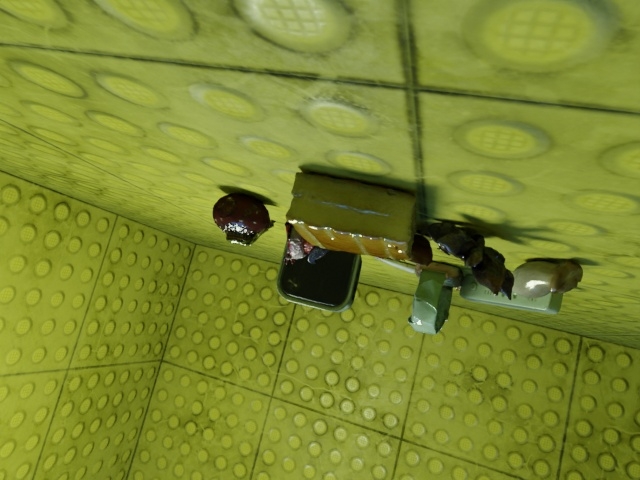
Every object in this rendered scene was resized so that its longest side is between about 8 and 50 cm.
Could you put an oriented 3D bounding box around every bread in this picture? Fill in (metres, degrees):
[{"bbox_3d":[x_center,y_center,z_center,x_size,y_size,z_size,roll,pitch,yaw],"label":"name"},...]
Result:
[{"bbox_3d":[0.077,-0.033,0.920,0.239,0.111,0.246,12,170,13],"label":"bread"},{"bbox_3d":[0.204,0.004,1.059,0.129,0.044,0.126,17,-155,9],"label":"bread"}]

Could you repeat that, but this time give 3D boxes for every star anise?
[{"bbox_3d":[0.311,0.022,0.960,0.230,0.081,0.262,20,-160,-33],"label":"star anise"}]

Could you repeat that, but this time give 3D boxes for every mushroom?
[{"bbox_3d":[0.531,0.092,1.087,0.096,0.088,0.212,6,168,-11],"label":"mushroom"}]

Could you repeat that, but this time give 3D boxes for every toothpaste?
[{"bbox_3d":[0.296,0.092,1.737,0.190,0.031,0.048,18,175,0],"label":"toothpaste"}]

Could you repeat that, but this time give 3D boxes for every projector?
[{"bbox_3d":[0.006,0.108,1.559,0.248,0.248,0.249,13,172,9],"label":"projector"}]

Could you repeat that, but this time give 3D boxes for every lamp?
[{"bbox_3d":[-0.218,-0.055,1.233,0.157,0.135,0.156,13,172,23],"label":"lamp"}]

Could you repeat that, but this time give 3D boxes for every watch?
[{"bbox_3d":[0.391,0.203,1.565,0.161,0.241,0.253,9,171,27],"label":"watch"}]

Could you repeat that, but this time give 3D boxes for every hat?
[{"bbox_3d":[0.000,0.003,1.353,0.227,0.140,0.129,0,-179,8],"label":"hat"}]

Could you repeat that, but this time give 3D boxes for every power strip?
[{"bbox_3d":[0.604,0.170,1.496,0.062,0.091,0.385,20,171,-26],"label":"power strip"}]

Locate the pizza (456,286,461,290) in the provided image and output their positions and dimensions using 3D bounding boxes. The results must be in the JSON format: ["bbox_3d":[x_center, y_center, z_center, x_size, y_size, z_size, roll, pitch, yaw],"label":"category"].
[{"bbox_3d":[0.561,0.178,1.745,0.182,0.063,0.161,10,173,20],"label":"pizza"}]

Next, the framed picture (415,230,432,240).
[{"bbox_3d":[0.107,-0.044,1.180,0.323,0.013,0.244,17,171,-20],"label":"framed picture"}]
